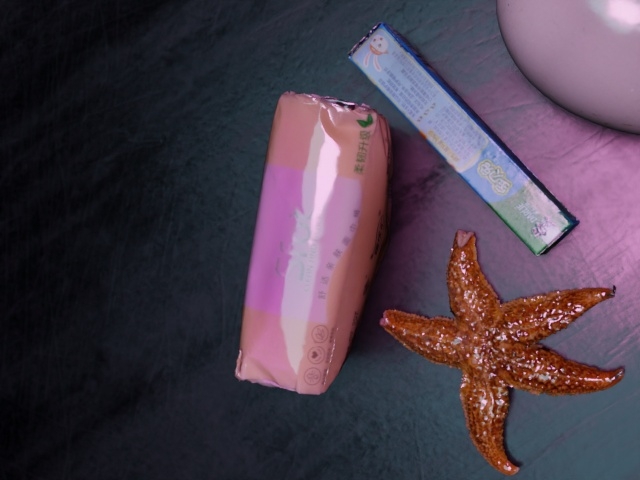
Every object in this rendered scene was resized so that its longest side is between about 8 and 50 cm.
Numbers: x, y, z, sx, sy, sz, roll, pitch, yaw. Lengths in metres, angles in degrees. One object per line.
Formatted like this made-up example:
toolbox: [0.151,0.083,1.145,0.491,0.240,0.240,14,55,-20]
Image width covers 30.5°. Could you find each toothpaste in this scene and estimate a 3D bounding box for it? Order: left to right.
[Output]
toothpaste: [0.137,-0.098,1.123,0.050,0.065,0.266,-44,79,11]

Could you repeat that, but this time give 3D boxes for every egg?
egg: [0.280,-0.184,1.022,0.264,0.183,0.182,27,97,8]

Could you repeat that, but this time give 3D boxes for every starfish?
starfish: [0.173,0.106,1.128,0.227,0.043,0.240,-5,91,17]

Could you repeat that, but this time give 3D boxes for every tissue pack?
tissue pack: [0.000,0.000,1.092,0.123,0.215,0.256,8,93,5]
